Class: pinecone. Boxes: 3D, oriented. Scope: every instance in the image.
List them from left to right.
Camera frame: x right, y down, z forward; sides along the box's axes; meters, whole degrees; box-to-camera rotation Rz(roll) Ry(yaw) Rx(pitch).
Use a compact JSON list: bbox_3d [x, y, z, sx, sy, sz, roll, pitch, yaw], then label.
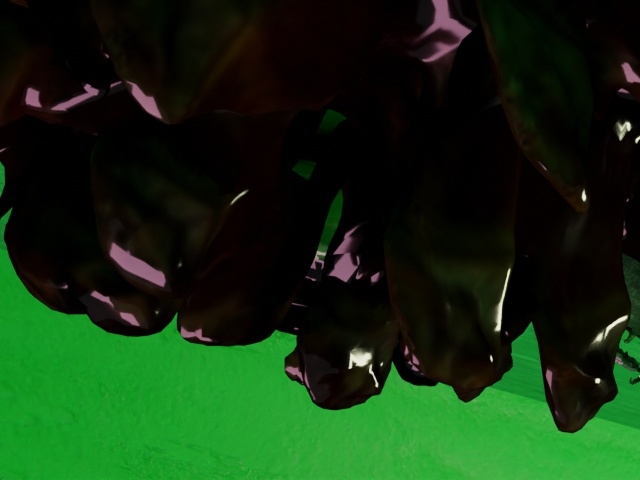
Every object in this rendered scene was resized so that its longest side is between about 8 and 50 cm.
[{"bbox_3d":[0.016,-0.073,0.445,0.296,0.242,0.298,8,175,27],"label":"pinecone"}]

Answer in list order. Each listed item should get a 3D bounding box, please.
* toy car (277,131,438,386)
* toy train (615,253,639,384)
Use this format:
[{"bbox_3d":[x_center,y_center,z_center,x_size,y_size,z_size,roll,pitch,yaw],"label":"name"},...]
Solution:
[{"bbox_3d":[0.000,0.000,1.215,0.214,0.176,0.358,11,167,19],"label":"toy car"},{"bbox_3d":[0.174,-0.010,1.108,0.189,0.126,0.307,47,-168,33],"label":"toy train"}]
